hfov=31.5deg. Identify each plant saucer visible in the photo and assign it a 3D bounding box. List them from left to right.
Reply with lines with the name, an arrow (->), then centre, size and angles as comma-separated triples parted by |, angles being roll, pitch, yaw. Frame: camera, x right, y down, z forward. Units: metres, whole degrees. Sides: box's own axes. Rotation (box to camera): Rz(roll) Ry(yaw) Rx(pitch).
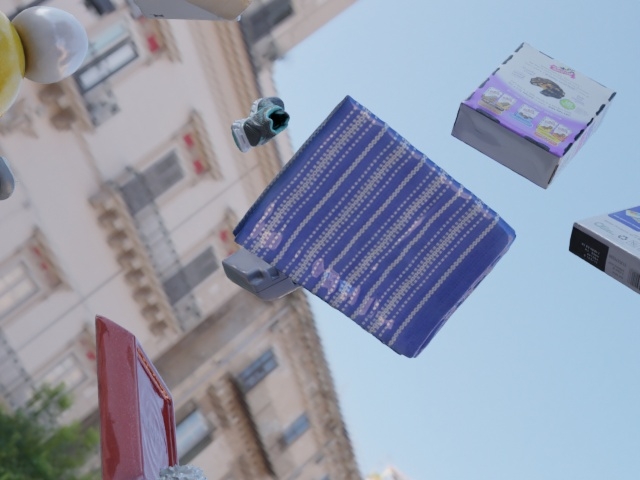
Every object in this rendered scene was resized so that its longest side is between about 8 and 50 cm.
plant saucer -> -0.236, 0.261, 1.511 | 0.258, 0.048, 0.259 | 74, 5, -57

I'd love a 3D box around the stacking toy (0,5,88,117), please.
stacking toy -> -0.555, -0.257, 1.628 | 0.351, 0.480, 0.350 | 25, -55, 40

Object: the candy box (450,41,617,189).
candy box -> 0.314, -0.187, 1.662 | 0.165, 0.196, 0.070 | 33, -40, 17

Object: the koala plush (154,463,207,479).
koala plush -> -0.194, 0.375, 1.297 | 0.203, 0.221, 0.196 | 16, -43, 37

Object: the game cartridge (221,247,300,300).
game cartridge -> 0.000, 0.000, 1.785 | 0.062, 0.297, 0.198 | 67, -15, -12

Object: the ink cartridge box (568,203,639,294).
ink cartridge box -> 0.602, -0.008, 1.857 | 0.176, 0.371, 0.069 | 38, -46, 47

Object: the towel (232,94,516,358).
towel -> 0.080, -0.005, 1.500 | 0.336, 0.243, 0.040 | 35, 11, -27

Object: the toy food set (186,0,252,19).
toy food set -> -0.172, -0.433, 1.336 | 0.220, 0.306, 0.092 | 20, -26, -41

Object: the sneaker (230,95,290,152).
sneaker -> -0.078, -0.189, 1.798 | 0.076, 0.166, 0.065 | -15, -68, 24

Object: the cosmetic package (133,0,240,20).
cosmetic package -> -0.196, -0.434, 1.668 | 0.151, 0.151, 0.183 | 64, 28, -82

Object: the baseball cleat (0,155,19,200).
baseball cleat -> -0.463, -0.105, 1.345 | 0.206, 0.109, 0.072 | 35, -61, 12
